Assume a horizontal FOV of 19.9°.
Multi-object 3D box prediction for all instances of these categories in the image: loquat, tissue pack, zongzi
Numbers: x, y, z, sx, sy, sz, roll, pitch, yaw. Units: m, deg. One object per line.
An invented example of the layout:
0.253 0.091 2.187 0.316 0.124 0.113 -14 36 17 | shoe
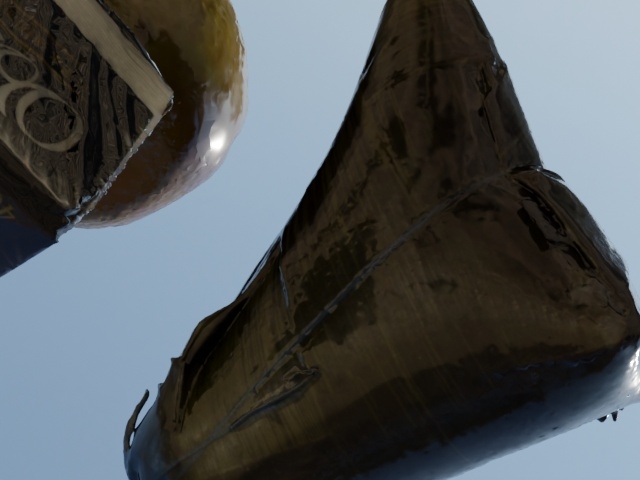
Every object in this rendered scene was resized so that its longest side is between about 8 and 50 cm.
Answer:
-0.202 -0.156 1.622 0.276 0.276 0.284 29 166 46 | loquat
-0.288 -0.150 1.094 0.210 0.370 0.198 -28 -160 40 | tissue pack
0.000 0.000 1.398 0.403 0.432 0.208 -27 160 11 | zongzi
